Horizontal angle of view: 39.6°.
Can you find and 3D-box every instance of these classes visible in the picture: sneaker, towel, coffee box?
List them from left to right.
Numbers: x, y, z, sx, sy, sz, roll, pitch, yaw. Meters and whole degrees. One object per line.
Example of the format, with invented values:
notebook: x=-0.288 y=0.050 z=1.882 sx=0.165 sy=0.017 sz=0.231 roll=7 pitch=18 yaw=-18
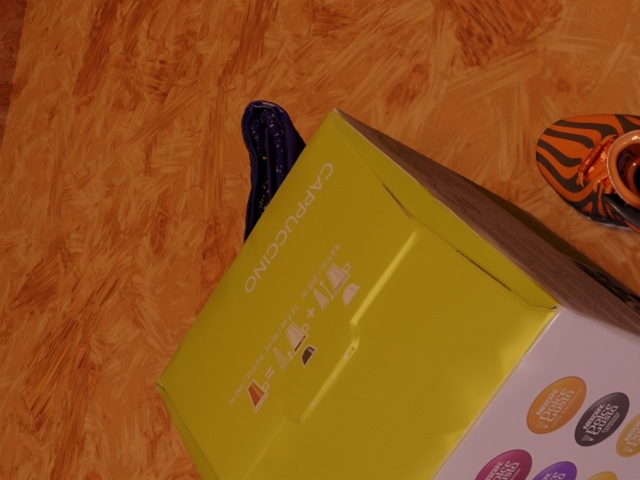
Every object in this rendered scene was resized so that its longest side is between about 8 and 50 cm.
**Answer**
towel: x=0.000 y=0.000 z=1.056 sx=0.076 sy=0.308 sz=0.227 roll=-12 pitch=61 yaw=16
coffee box: x=0.108 y=0.138 z=0.822 sx=0.337 sy=0.334 sz=0.338 roll=-57 pitch=40 yaw=14
sneaker: x=0.294 y=-0.070 z=0.824 sx=0.321 sy=0.180 sz=0.124 roll=33 pitch=99 yaw=51
